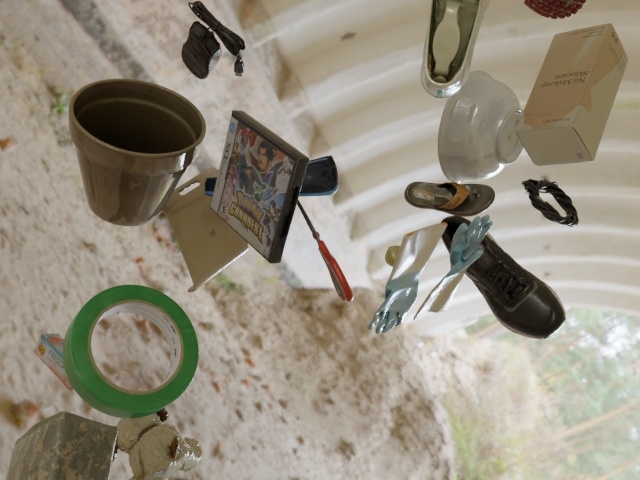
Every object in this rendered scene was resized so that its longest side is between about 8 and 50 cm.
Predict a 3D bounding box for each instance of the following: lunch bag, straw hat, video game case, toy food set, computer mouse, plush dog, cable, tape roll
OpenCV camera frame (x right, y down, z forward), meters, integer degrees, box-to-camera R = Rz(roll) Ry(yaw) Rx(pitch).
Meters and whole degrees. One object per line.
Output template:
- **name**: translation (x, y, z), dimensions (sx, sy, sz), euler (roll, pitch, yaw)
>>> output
- **lunch bag**: translation (-0.586, 0.527, 1.614), dimensions (0.169, 0.287, 0.235), euler (31, 46, -38)
- **straw hat**: translation (0.216, 0.046, 2.123), dimensions (0.144, 0.061, 0.144), euler (-170, -90, -76)
- **video game case**: translation (-0.143, -0.123, 1.663), dimensions (0.275, 0.035, 0.248), euler (40, -58, 42)
- **toy food set**: translation (-0.342, -0.029, 2.174), dimensions (0.092, 0.220, 0.306), euler (15, -48, 42)
- **computer mouse**: translation (-0.247, -0.456, 1.816), dimensions (0.184, 0.060, 0.262), euler (44, -25, 4)
- **plush dog**: translation (-0.482, 0.569, 2.106), dimensions (0.225, 0.262, 0.210), euler (32, -46, 24)
- **cable**: translation (0.587, -0.094, 1.873), dimensions (0.184, 0.047, 0.150), euler (9, 39, -41)
- **tape roll**: translation (-0.461, 0.270, 1.846), dimensions (0.077, 0.321, 0.321), euler (-38, -106, 50)

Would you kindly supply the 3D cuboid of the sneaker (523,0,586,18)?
- **sneaker**: translation (0.441, -0.462, 1.287), dimensions (0.088, 0.093, 0.225), euler (27, -27, -18)

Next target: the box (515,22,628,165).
- **box**: translation (0.566, -0.324, 1.684), dimensions (0.148, 0.311, 0.121), euler (-1, -37, 44)

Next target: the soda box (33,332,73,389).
- **soda box**: translation (-0.690, 0.323, 2.020), dimensions (0.183, 0.063, 0.058), euler (34, 13, 29)

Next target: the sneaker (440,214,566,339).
- **sneaker**: translation (0.305, 0.062, 1.332), dimensions (0.124, 0.107, 0.283), euler (33, 12, -50)

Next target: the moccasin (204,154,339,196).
- **moccasin**: translation (-0.126, -0.166, 1.927), dimensions (0.138, 0.342, 0.117), euler (-155, -118, -82)

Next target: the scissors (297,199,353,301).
- **scissors**: translation (0.000, 0.000, 1.608), dimensions (0.109, 0.021, 0.297), euler (97, -30, -77)

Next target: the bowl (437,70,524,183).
- **bowl**: translation (0.432, -0.274, 1.908), dimensions (0.134, 0.298, 0.298), euler (20, -28, 37)

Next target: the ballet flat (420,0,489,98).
- **ballet flat**: translation (0.273, -0.483, 1.496), dimensions (0.139, 0.139, 0.400), euler (-106, -158, -76)

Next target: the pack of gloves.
- **pack of gloves**: translation (0.179, 0.065, 1.166), dimensions (0.046, 0.195, 0.232), euler (49, -41, 31)

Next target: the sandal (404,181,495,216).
- **sandal**: translation (0.313, -0.114, 1.832), dimensions (0.060, 0.219, 0.090), euler (68, 34, -67)

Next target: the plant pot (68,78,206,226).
- **plant pot**: translation (-0.468, -0.196, 1.865), dimensions (0.323, 0.323, 0.280), euler (-114, -145, -43)
